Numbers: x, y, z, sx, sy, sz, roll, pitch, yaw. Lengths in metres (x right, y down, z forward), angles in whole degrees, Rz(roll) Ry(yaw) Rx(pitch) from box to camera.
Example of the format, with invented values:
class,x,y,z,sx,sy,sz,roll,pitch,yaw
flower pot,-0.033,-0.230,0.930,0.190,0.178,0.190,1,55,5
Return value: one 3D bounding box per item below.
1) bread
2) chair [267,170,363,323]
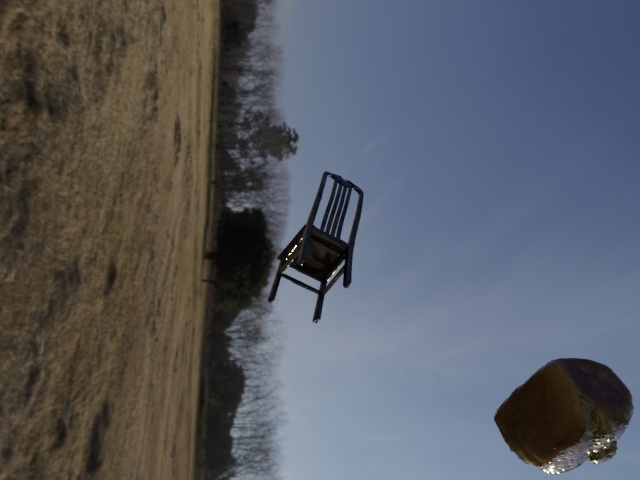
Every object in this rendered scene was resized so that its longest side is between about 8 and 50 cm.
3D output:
class,x,y,z,sx,sy,sz,roll,pitch,yaw
bread,0.494,0.368,0.959,0.176,0.195,0.247,-107,-149,-42
chair,0.000,0.000,0.685,0.101,0.084,0.213,-52,-164,38
